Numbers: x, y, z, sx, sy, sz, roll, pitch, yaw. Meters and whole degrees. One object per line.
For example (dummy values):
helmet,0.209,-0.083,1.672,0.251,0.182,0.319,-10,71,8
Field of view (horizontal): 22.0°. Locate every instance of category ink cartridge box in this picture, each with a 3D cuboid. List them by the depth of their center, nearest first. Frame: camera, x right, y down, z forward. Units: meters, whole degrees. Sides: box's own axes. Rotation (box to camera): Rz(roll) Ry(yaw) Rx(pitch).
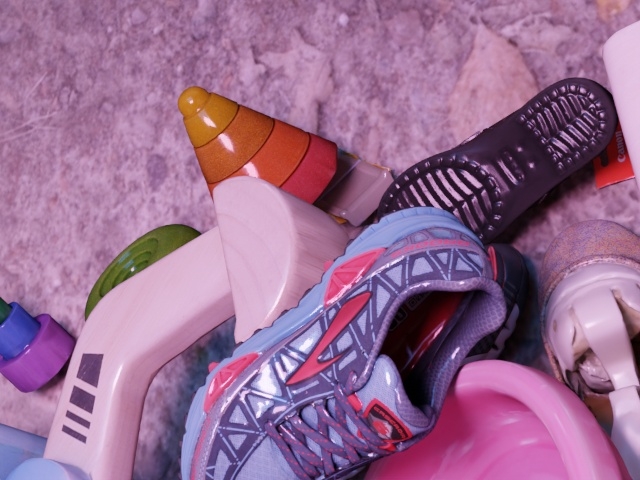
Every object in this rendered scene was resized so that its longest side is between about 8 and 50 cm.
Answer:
ink cartridge box,0.247,-0.085,1.201,0.115,0.029,0.063,-18,58,26

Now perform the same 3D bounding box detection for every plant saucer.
plant saucer,0.108,0.242,1.015,0.332,0.084,0.332,-43,41,52

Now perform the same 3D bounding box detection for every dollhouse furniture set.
dollhouse furniture set,0.000,0.000,1.333,0.151,0.058,0.076,-45,39,-18

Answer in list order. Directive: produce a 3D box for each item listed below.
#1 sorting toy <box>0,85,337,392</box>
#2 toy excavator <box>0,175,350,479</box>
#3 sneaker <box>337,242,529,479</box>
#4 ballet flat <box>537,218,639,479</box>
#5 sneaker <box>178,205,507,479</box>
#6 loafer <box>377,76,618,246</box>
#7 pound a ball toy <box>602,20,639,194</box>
sorting toy,-0.161,-0.011,1.354,0.365,0.126,0.127,-34,24,22
toy excavator,-0.194,0.182,1.194,0.433,0.222,0.445,-4,71,38
sneaker,0.051,0.082,1.198,0.234,0.106,0.078,-43,48,9
ballet flat,0.207,0.098,1.082,0.107,0.106,0.316,-24,55,13
sneaker,0.013,0.093,1.036,0.262,0.104,0.125,-50,31,1
loafer,0.140,-0.049,1.237,0.220,0.078,0.080,-30,86,31
pound a ball toy,0.307,-0.054,1.052,0.208,0.136,0.319,-19,64,21
